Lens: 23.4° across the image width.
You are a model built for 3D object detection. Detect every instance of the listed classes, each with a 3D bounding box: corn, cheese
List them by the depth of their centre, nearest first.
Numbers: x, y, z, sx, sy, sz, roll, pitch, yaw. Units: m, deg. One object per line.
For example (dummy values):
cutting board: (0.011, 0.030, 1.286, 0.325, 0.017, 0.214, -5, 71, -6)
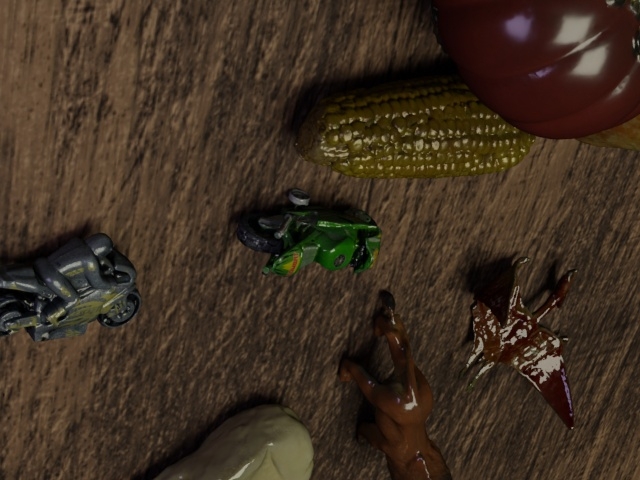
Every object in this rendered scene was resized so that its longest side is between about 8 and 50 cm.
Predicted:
corn: (0.118, -0.126, 1.705, 0.322, 0.119, 0.119, -4, 126, -35)
cheese: (-0.124, 0.309, 1.907, 0.263, 0.093, 0.159, -35, 143, -11)

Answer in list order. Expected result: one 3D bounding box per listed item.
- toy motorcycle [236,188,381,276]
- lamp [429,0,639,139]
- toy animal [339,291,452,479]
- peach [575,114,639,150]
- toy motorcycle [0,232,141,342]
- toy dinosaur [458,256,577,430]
toy motorcycle: (0.000, 0.000, 1.724, 0.190, 0.106, 0.074, -6, 127, -38)
lamp: (0.245, -0.254, 1.579, 0.303, 0.257, 0.303, 10, 77, -50)
toy animal: (0.109, 0.228, 1.977, 0.097, 0.157, 0.312, -29, 140, -17)
peach: (0.370, -0.196, 1.783, 0.235, 0.214, 0.214, -23, 137, -13)
toy motorcycle: (-0.256, 0.045, 1.588, 0.193, 0.061, 0.124, -2, 126, -41)
toy dinosaur: (0.283, 0.150, 2.088, 0.206, 0.113, 0.327, -23, 138, -22)
